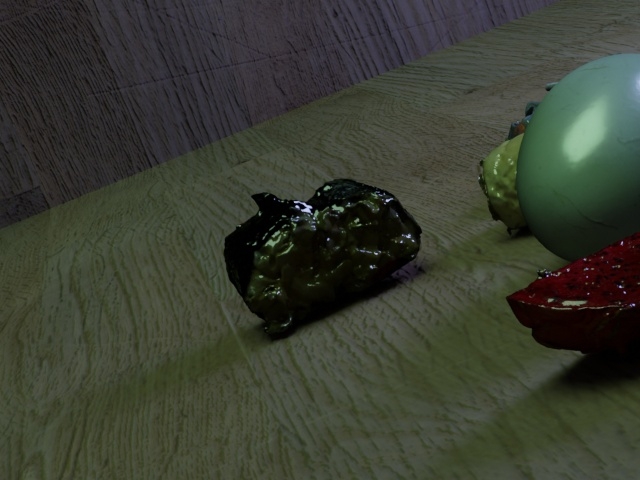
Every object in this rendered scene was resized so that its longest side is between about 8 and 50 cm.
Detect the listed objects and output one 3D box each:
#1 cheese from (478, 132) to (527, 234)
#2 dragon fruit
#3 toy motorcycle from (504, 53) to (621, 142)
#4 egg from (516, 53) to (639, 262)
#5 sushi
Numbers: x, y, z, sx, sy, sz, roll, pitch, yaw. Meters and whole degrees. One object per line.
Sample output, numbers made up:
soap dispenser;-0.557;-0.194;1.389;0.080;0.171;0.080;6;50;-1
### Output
cheese;0.268;-0.086;1.488;0.167;0.094;0.123;-25;11;34
dragon fruit;0.237;0.058;1.063;0.162;0.083;0.106;-18;23;-30
toy motorcycle;0.314;-0.147;1.702;0.173;0.108;0.307;-23;10;18
egg;0.277;-0.073;1.279;0.182;0.183;0.264;-11;22;38
sushi;0.000;0.000;1.507;0.212;0.147;0.115;-20;12;-11
